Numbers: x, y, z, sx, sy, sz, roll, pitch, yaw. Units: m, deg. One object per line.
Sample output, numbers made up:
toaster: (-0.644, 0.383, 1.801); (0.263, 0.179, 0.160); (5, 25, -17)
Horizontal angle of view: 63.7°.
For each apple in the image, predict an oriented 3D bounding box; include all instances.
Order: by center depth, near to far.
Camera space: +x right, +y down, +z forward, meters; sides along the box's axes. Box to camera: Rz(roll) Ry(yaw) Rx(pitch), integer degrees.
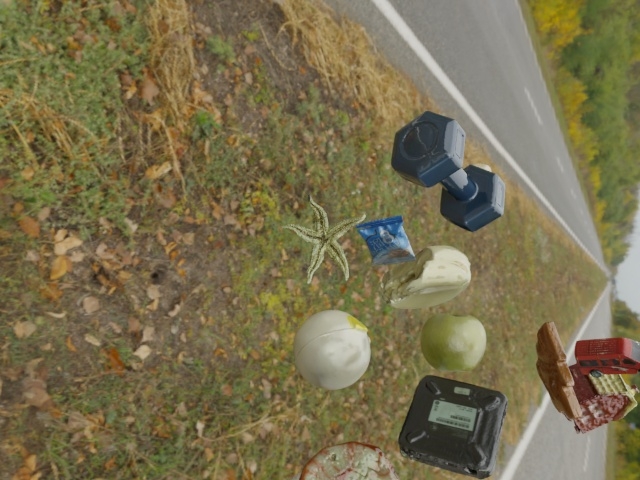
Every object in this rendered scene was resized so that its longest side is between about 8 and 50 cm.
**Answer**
apple: (0.588, 0.451, 2.284); (0.291, 0.291, 0.255); (12, 75, -60)

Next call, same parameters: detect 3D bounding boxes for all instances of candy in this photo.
candy: (0.125, 0.005, 0.973); (0.136, 0.088, 0.038); (63, 18, -47)

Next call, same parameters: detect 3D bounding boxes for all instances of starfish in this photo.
starfish: (-0.001, 0.002, 2.101); (0.358, 0.346, 0.078); (-62, 170, -8)

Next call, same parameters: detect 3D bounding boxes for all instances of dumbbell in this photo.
dumbbell: (0.289, -0.142, 1.136); (0.324, 0.159, 0.144); (30, 32, -47)

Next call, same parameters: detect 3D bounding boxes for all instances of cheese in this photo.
cheese: (0.299, 0.112, 1.491); (0.233, 0.266, 0.127); (1, 61, -29)

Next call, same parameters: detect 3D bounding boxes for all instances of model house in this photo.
model house: (0.968, 0.531, 1.819); (0.160, 0.253, 0.196); (54, 21, -19)

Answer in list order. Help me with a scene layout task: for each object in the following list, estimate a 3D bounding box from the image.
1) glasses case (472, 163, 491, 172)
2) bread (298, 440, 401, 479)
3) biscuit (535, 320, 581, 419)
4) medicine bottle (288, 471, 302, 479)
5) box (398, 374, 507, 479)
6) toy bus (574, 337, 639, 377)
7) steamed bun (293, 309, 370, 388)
glasses case: (0.572, -0.182, 1.859); (0.050, 0.083, 0.197); (-55, 145, -47)
bread: (0.079, 0.658, 1.235); (0.114, 0.294, 0.328); (102, -31, -41)
biscuit: (0.721, 0.391, 1.603); (0.284, 0.043, 0.307); (-82, 158, -75)
medicine bottle: (0.003, 1.023, 2.016); (0.235, 0.405, 0.236); (-179, -90, -78)
box: (0.490, 0.677, 1.915); (0.350, 0.358, 0.091); (-58, 143, -41)
toy bus: (0.806, 0.315, 1.406); (0.089, 0.195, 0.081); (53, 45, -25)
steamed bun: (0.048, 0.459, 2.159); (0.374, 0.333, 0.334); (83, 15, -54)
